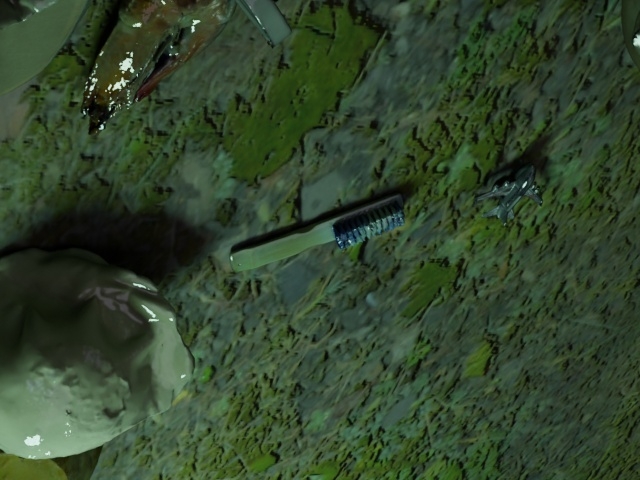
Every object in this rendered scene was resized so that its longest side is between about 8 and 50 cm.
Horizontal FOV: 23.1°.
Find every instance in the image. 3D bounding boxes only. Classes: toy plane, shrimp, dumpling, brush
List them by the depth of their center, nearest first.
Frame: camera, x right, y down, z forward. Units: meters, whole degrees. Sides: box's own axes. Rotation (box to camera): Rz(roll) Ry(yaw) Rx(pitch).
[{"bbox_3d":[-0.136,-0.150,1.263,0.101,0.042,0.190,12,129,-45],"label":"shrimp"},{"bbox_3d":[-0.248,0.100,1.429,0.258,0.147,0.193,-11,109,-6],"label":"dumpling"},{"bbox_3d":[0.000,0.000,1.510,0.178,0.030,0.033,-20,151,-5],"label":"brush"},{"bbox_3d":[0.190,-0.049,1.543,0.078,0.031,0.083,0,136,-26],"label":"toy plane"}]

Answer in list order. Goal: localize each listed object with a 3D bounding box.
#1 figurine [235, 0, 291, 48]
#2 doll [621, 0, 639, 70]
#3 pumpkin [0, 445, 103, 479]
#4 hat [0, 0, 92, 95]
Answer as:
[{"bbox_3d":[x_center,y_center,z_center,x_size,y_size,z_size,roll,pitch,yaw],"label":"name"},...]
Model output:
[{"bbox_3d":[0.018,-0.263,1.118,0.236,0.176,0.133,-36,153,1],"label":"figurine"},{"bbox_3d":[0.366,-0.179,1.386,0.235,0.174,0.330,-52,145,-13],"label":"doll"},{"bbox_3d":[-0.318,0.254,1.590,0.217,0.110,0.217,-10,135,-10],"label":"pumpkin"},{"bbox_3d":[-0.284,-0.169,1.135,0.214,0.149,0.244,-35,-173,-37],"label":"hat"}]
